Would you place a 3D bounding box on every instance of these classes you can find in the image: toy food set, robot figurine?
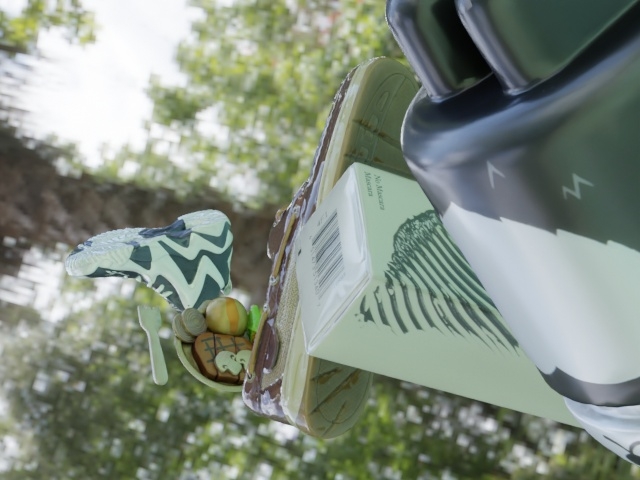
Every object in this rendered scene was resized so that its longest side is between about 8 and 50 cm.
[{"bbox_3d":[-0.115,0.122,1.785,0.192,0.132,0.038,5,-42,-27],"label":"toy food set"},{"bbox_3d":[0.144,-0.021,0.674,0.278,0.173,0.209,56,-162,-19],"label":"robot figurine"}]

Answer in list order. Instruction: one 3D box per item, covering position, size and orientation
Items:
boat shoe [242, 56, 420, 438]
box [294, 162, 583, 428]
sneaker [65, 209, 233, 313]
[{"bbox_3d":[0.000,0.000,1.340,0.123,0.123,0.342,12,-92,-49],"label":"boat shoe"},{"bbox_3d":[0.124,0.047,1.045,0.094,0.275,0.113,-53,32,39],"label":"box"},{"bbox_3d":[-0.229,0.057,2.080,0.235,0.094,0.153,-17,-70,-20],"label":"sneaker"}]
